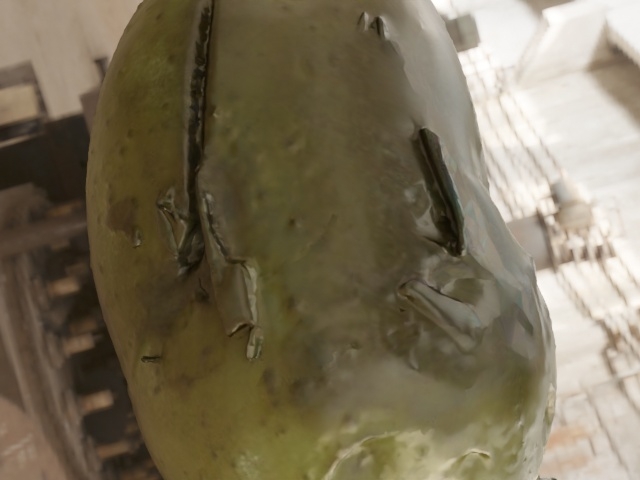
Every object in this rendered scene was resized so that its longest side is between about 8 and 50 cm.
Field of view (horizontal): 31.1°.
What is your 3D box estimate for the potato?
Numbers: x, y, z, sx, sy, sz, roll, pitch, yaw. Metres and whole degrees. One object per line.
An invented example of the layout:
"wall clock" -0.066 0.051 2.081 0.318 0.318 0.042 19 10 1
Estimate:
"potato" 0.000 0.000 0.419 0.169 0.143 0.248 11 66 -53
